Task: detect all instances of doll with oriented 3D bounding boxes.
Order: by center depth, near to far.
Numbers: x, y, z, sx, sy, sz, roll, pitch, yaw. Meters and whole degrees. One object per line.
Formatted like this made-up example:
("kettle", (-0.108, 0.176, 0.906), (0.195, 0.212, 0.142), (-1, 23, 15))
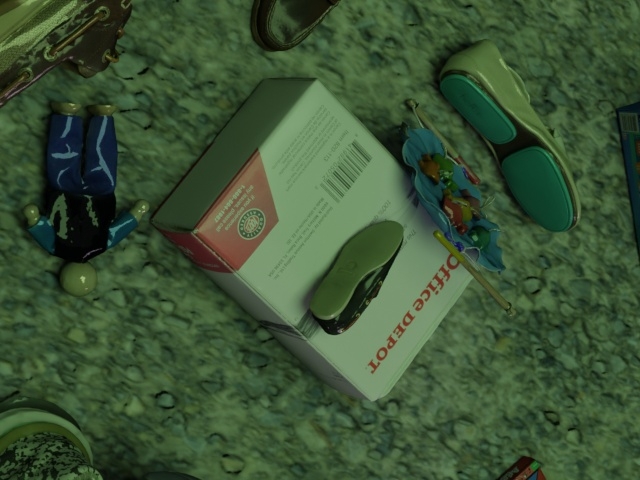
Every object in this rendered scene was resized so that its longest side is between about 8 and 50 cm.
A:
("doll", (-0.228, -0.038, 1.575), (0.129, 0.046, 0.189), (2, 94, -29))

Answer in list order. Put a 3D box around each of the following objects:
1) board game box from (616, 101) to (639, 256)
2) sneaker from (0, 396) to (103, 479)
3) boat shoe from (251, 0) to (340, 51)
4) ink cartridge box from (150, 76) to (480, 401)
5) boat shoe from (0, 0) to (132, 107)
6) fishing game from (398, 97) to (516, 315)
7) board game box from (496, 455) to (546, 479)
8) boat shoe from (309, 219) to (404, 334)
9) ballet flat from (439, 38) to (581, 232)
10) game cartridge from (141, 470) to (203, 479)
("board game box", (0.427, -0.055, 1.882), (0.047, 0.160, 0.210), (-18, 105, -27))
("sneaker", (-0.317, 0.350, 1.490), (0.158, 0.182, 0.410), (25, 84, -29))
("boat shoe", (0.004, -0.284, 1.665), (0.073, 0.073, 0.207), (36, 79, -29))
("ink cartridge box", (0.000, 0.000, 1.668), (0.283, 0.117, 0.207), (45, 74, -26))
("boat shoe", (-0.244, -0.208, 1.515), (0.342, 0.123, 0.123), (-38, 126, -21))
("fishing game", (0.145, -0.050, 1.686), (0.041, 0.264, 0.189), (-34, 117, 19))
("board game box", (0.174, 0.392, 1.865), (0.281, 0.027, 0.145), (-38, 114, -21))
("boat shoe", (0.039, 0.035, 1.602), (0.133, 0.049, 0.042), (-52, 144, -21))
("ballet flat", (0.227, -0.121, 1.812), (0.086, 0.086, 0.248), (-45, 114, -18))
("game cartridge", (-0.142, 0.331, 1.574), (0.196, 0.060, 0.294), (-57, 156, -11))
